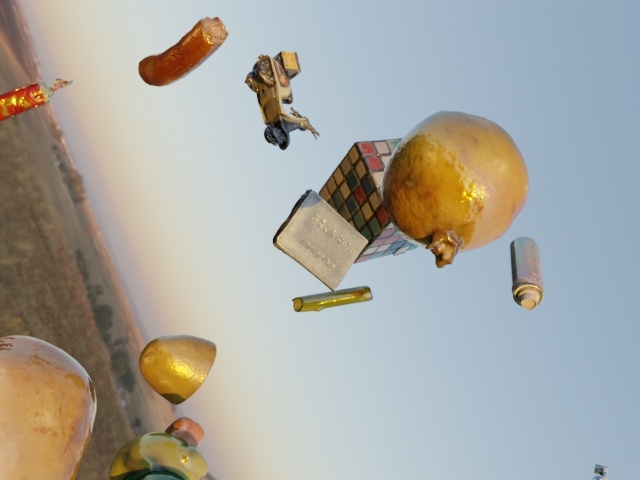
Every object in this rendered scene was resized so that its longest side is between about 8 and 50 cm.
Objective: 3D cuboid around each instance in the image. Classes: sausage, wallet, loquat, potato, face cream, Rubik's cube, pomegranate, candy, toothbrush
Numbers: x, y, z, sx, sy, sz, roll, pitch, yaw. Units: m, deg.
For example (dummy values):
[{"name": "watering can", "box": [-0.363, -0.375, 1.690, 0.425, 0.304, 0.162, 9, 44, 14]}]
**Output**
[{"name": "sausage", "box": [-0.338, -0.435, 1.537, 0.302, 0.076, 0.103, -17, -125, 39]}, {"name": "wallet", "box": [0.001, 0.000, 1.567, 0.222, 0.167, 0.036, 41, -15, -25]}, {"name": "loquat", "box": [0.191, -0.068, 0.936, 0.213, 0.213, 0.246, 93, 10, -54]}, {"name": "potato", "box": [-0.393, 0.318, 1.693, 0.158, 0.203, 0.178, 40, 43, -30]}, {"name": "face cream", "box": [0.491, 0.081, 1.538, 0.229, 0.075, 0.075, -70, 154, -54]}, {"name": "Rubik's cube", "box": [0.213, -0.131, 2.054, 0.287, 0.292, 0.293, -50, -124, 51]}, {"name": "pomegranate", "box": [-0.543, 0.307, 1.043, 0.338, 0.338, 0.338, 56, -20, 34]}, {"name": "candy", "box": [-0.749, -0.339, 1.589, 0.059, 0.292, 0.086, 69, -14, -15]}, {"name": "toothbrush", "box": [0.708, 0.624, 1.647, 0.386, 0.040, 0.040, 10, 49, -62]}]

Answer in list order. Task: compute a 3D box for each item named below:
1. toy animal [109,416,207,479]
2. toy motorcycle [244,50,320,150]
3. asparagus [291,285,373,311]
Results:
[{"name": "toy animal", "box": [-0.362, 0.525, 1.387, 0.191, 0.216, 0.338, 47, 11, -21]}, {"name": "toy motorcycle", "box": [-0.100, -0.357, 1.651, 0.091, 0.157, 0.263, -22, -101, 49]}, {"name": "asparagus", "box": [0.042, 0.200, 2.201, 0.060, 0.278, 0.067, 90, -14, -45]}]
